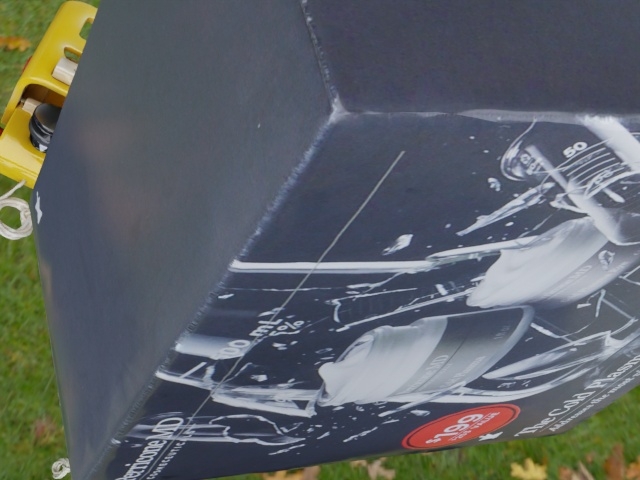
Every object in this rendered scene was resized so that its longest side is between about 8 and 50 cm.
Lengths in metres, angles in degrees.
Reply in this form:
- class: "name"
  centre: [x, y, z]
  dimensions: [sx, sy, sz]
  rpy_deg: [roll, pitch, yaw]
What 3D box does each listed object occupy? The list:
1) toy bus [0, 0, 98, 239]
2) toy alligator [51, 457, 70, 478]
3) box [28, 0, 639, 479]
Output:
- class: "toy bus"
  centre: [-0.237, -0.127, 1.061]
  dimensions: [0.202, 0.191, 0.104]
  rpy_deg: [59, 140, 17]
- class: "toy alligator"
  centre: [-0.220, 0.252, 1.276]
  dimensions: [0.189, 0.056, 0.051]
  rpy_deg: [-13, 150, 39]
- class: "box"
  centre: [0.055, -0.030, 0.550]
  dimensions: [0.312, 0.179, 0.343]
  rpy_deg: [-1, 151, -26]
